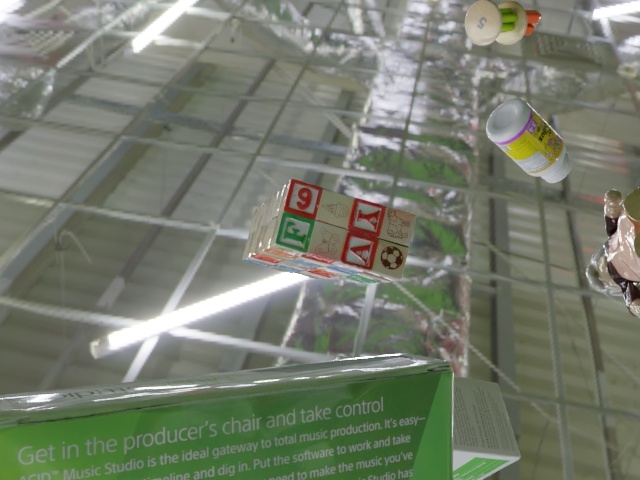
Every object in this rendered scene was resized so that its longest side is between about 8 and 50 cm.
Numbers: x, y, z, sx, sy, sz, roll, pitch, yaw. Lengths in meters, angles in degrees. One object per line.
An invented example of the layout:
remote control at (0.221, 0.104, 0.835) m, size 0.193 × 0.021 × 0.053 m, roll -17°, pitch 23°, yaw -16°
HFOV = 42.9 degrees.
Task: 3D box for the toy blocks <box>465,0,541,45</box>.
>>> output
toy blocks at (0.242, -0.300, 0.982) m, size 0.148 × 0.123 × 0.054 m, roll -15°, pitch -159°, yaw -39°

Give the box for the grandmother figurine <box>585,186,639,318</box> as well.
grandmother figurine at (0.491, 0.025, 1.279) m, size 0.104 × 0.208 × 0.342 m, roll -1°, pitch 168°, yaw 9°

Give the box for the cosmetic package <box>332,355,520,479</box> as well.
cosmetic package at (0.136, 0.328, 1.409) m, size 0.365 × 0.197 × 0.155 m, roll 13°, pitch -131°, yaw -31°

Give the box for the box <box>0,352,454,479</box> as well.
box at (-0.041, 0.223, 0.391) m, size 0.232 × 0.322 × 0.058 m, roll -1°, pitch -177°, yaw -30°

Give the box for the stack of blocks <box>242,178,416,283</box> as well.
stack of blocks at (0.000, 0.000, 1.154) m, size 0.171 × 0.087 × 0.297 m, roll 16°, pitch 172°, yaw -12°

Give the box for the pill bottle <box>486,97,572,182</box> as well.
pill bottle at (0.187, -0.085, 0.718) m, size 0.083 × 0.043 × 0.043 m, roll 35°, pitch -162°, yaw -31°
